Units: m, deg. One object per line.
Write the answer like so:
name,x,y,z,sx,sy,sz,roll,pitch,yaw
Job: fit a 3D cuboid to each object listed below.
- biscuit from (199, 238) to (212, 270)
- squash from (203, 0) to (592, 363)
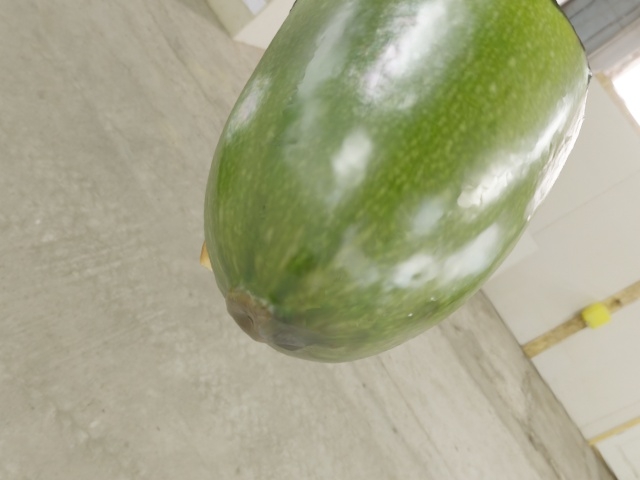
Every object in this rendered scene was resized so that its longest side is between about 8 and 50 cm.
biscuit,0.000,0.000,0.872,0.308,0.205,0.040,20,13,-4
squash,0.055,-0.039,0.504,0.310,0.310,0.309,45,43,-23
